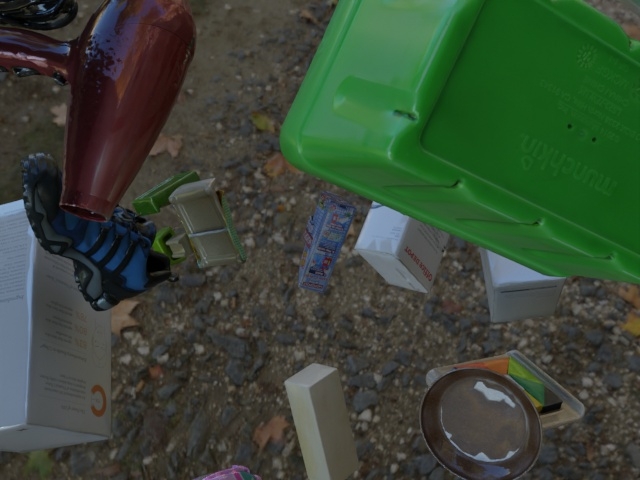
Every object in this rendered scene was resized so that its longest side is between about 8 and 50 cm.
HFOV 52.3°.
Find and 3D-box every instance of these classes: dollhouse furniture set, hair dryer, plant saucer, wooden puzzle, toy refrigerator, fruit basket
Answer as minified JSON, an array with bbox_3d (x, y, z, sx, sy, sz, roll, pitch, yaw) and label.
[{"bbox_3d":[-0.269,-0.055,1.536,0.302,0.197,0.151,-6,24,41],"label":"dollhouse furniture set"},{"bbox_3d":[-0.205,-0.141,0.518,0.224,0.080,0.293,-31,68,7],"label":"hair dryer"},{"bbox_3d":[0.262,0.297,1.063,0.199,0.198,0.036,35,22,19],"label":"plant saucer"},{"bbox_3d":[0.365,0.299,1.294,0.239,0.044,0.221,-9,30,-25],"label":"wooden puzzle"},{"bbox_3d":[0.003,0.440,1.558,0.094,0.269,0.102,3,21,45],"label":"toy refrigerator"},{"bbox_3d":[0.164,-0.146,0.659,0.392,0.282,0.392,24,9,-4],"label":"fruit basket"}]

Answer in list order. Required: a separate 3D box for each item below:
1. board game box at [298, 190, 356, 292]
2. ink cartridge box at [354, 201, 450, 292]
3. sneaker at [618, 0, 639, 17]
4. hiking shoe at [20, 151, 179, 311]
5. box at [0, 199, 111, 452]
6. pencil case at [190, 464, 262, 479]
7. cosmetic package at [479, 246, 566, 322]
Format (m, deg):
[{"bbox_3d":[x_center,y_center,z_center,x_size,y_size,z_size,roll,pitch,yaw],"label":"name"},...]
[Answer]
[{"bbox_3d":[0.000,0.000,1.356,0.060,0.194,0.194,16,9,-13],"label":"board game box"},{"bbox_3d":[0.165,-0.038,1.174,0.093,0.160,0.219,9,67,37],"label":"ink cartridge box"},{"bbox_3d":[0.439,-0.418,0.911,0.094,0.151,0.256,-21,46,-10],"label":"sneaker"},{"bbox_3d":[-0.296,-0.022,0.881,0.132,0.304,0.113,-19,58,-6],"label":"hiking shoe"},{"bbox_3d":[-0.457,0.141,1.028,0.168,0.215,0.345,-12,66,10],"label":"box"},{"bbox_3d":[-0.068,0.355,0.590,0.124,0.124,0.284,-15,68,-23],"label":"pencil case"},{"bbox_3d":[0.400,0.023,1.328,0.138,0.224,0.224,-7,65,9],"label":"cosmetic package"}]
